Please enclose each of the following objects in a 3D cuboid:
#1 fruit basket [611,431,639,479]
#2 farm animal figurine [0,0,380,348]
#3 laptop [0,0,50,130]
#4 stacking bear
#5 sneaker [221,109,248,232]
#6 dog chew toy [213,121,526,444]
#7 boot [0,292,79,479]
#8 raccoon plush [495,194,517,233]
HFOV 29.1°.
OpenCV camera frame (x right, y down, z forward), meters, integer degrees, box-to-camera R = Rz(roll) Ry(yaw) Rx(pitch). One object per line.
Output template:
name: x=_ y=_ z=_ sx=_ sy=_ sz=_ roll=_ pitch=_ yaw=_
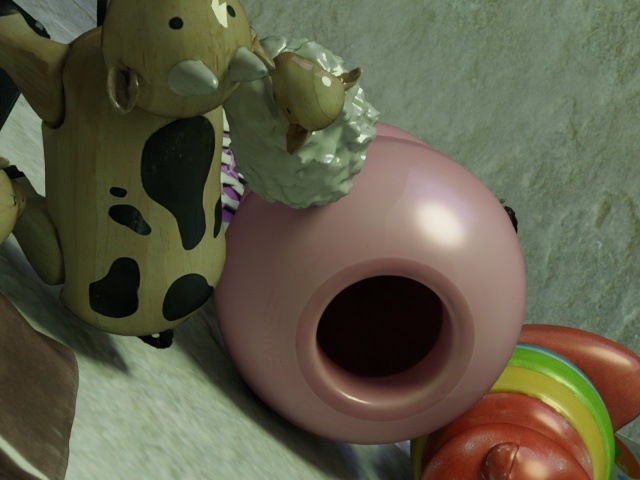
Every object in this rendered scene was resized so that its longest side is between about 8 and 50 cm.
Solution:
fruit basket: x=0.378 y=0.335 z=1.175 sx=0.353 sy=0.165 sz=0.327 roll=18 pitch=-39 yaw=59
farm animal figurine: x=-0.111 y=-0.068 z=0.570 sx=0.172 sy=0.330 sz=0.327 roll=43 pitch=-24 yaw=38
laptop: x=-0.327 y=-0.167 z=0.868 sx=0.234 sy=0.137 sz=0.264 roll=41 pitch=-20 yaw=-23
stacking bear: x=0.141 y=0.162 z=0.893 sx=0.164 sy=0.175 sz=0.289 roll=25 pitch=12 yaw=9
sneaker: x=-0.092 y=-0.076 z=1.065 sx=0.102 sy=0.161 sz=0.282 roll=39 pitch=7 yaw=-49
dog chew toy: x=0.027 y=0.005 z=0.893 sx=0.206 sy=0.206 sz=0.332 roll=41 pitch=12 yaw=-17
boot: x=-0.148 y=0.007 z=0.314 sx=0.207 sy=0.090 sz=0.248 roll=39 pitch=2 yaw=-14
raccoon plush: x=0.000 y=0.000 z=1.352 sx=0.299 sy=0.216 sz=0.446 roll=23 pitch=-6 yaw=-41
